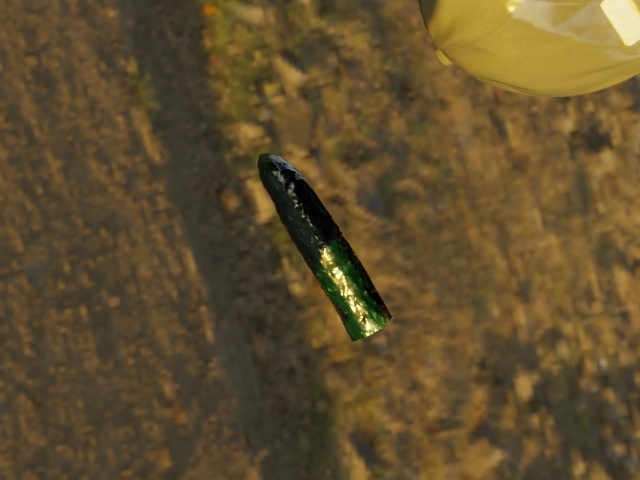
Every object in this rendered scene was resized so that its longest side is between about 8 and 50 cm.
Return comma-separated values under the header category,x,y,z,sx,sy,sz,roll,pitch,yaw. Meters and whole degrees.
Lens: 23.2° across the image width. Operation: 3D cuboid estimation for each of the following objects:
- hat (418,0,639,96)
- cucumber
category,x,y,z,sx,sy,sz,roll,pitch,yaw
hat,0.153,-0.095,0.722,0.173,0.144,0.166,46,14,31
cucumber,0.000,0.000,0.985,0.133,0.032,0.032,59,21,-3
